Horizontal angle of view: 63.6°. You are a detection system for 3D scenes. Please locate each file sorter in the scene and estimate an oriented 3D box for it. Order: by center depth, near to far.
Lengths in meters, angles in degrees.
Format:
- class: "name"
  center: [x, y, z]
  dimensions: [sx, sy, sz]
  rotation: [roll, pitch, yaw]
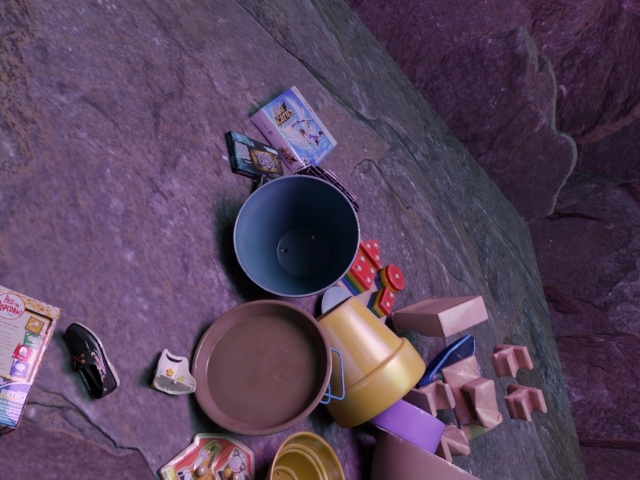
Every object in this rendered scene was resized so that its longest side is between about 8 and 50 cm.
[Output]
- class: "file sorter"
  center: [-0.045, 0.300, 1.115]
  dimensions: [0.105, 0.170, 0.118]
  rotation: [31, 43, -41]

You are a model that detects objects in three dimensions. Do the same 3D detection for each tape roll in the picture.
- class: "tape roll"
  center: [0.209, 0.456, 1.290]
  dimensions: [0.189, 0.189, 0.080]
  rotation: [38, 70, -31]

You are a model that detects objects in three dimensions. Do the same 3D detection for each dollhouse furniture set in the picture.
- class: "dollhouse furniture set"
  center: [0.391, 0.376, 1.524]
  dimensions: [0.363, 0.256, 0.393]
  rotation: [-17, 90, -22]

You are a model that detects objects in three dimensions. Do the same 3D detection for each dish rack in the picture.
- class: "dish rack"
  center: [-0.033, -0.118, 1.365]
  dimensions: [0.208, 0.272, 0.074]
  rotation: [40, 51, -28]

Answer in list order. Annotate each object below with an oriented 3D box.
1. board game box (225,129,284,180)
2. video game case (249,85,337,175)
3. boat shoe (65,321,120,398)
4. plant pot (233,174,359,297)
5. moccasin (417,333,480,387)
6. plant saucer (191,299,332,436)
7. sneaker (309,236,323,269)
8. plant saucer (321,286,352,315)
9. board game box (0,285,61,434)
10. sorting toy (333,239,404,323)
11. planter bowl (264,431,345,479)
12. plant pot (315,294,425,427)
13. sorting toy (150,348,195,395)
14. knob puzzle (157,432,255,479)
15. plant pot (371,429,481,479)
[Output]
- class: "board game box"
  center: [-0.180, -0.228, 1.459]
  dimensions: [0.186, 0.026, 0.126]
  rotation: [13, 55, -48]
- class: "video game case"
  center: [-0.077, -0.351, 1.660]
  dimensions: [0.244, 0.061, 0.269]
  rotation: [51, 34, -13]
- class: "boat shoe"
  center: [-0.381, 0.197, 0.849]
  dimensions: [0.132, 0.049, 0.042]
  rotation: [63, 25, -5]
- class: "plant pot"
  center: [-0.051, 0.009, 1.273]
  dimensions: [0.195, 0.291, 0.289]
  rotation: [78, -7, -76]
- class: "moccasin"
  center: [0.433, 0.431, 1.711]
  dimensions: [0.342, 0.137, 0.116]
  rotation: [-29, 76, -44]
- class: "plant saucer"
  center: [-0.115, 0.248, 1.023]
  dimensions: [0.041, 0.278, 0.277]
  rotation: [82, 5, -55]
- class: "sneaker"
  center: [0.000, 0.000, 1.485]
  dimensions: [0.121, 0.099, 0.262]
  rotation: [50, 26, -3]
- class: "plant saucer"
  center: [0.058, 0.225, 1.429]
  dimensions: [0.195, 0.038, 0.194]
  rotation: [32, 42, -35]
- class: "board game box"
  center: [-0.482, 0.161, 0.743]
  dimensions: [0.147, 0.045, 0.193]
  rotation: [35, 41, -34]
- class: "sorting toy"
  center: [0.156, 0.111, 1.599]
  dimensions: [0.257, 0.090, 0.255]
  rotation: [51, 34, -15]
- class: "planter bowl"
  center: [-0.050, 0.501, 1.027]
  dimensions: [0.217, 0.090, 0.217]
  rotation: [33, 43, -37]
- class: "plant pot"
  center: [0.080, 0.274, 1.242]
  dimensions: [0.238, 0.254, 0.254]
  rotation: [54, 33, 4]
- class: "sorting toy"
  center: [-0.277, 0.243, 0.966]
  dimensions: [0.083, 0.045, 0.075]
  rotation: [36, 33, -33]
- class: "knob puzzle"
  center: [-0.181, 0.443, 0.951]
  dimensions: [0.213, 0.030, 0.213]
  rotation: [33, 42, -36]
- class: "plant pot"
  center: [0.232, 0.601, 1.213]
  dimensions: [0.284, 0.284, 0.190]
  rotation: [38, 70, -31]
